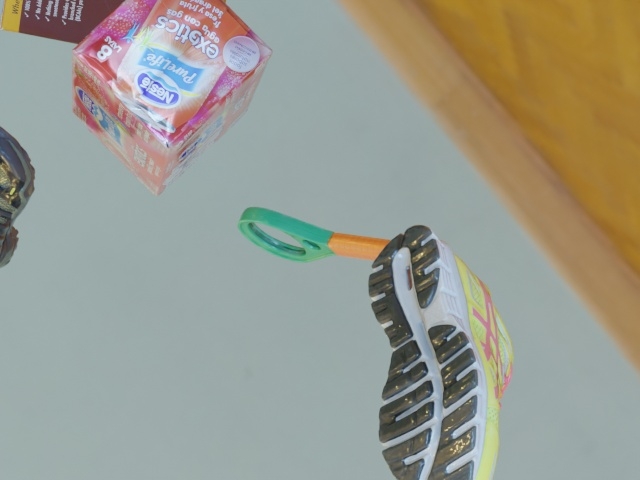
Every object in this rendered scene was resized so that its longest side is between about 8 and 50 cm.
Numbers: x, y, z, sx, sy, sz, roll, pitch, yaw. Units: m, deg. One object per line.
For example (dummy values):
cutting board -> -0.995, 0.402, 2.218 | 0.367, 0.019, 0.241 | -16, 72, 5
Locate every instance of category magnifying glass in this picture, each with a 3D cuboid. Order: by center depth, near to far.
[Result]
magnifying glass -> 0.000, 0.000, 1.978 | 0.231, 0.026, 0.092 | 10, 155, 43

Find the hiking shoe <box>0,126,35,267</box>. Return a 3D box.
hiking shoe -> -0.391, -0.030, 2.020 | 0.086, 0.114, 0.227 | 27, 133, 16

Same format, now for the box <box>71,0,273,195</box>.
box -> -0.139, -0.141, 1.598 | 0.122, 0.128, 0.257 | 45, 169, 0

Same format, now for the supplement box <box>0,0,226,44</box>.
supplement box -> -0.201, -0.291, 1.824 | 0.194, 0.191, 0.129 | 13, -169, 13

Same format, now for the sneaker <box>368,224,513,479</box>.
sneaker -> 0.092, 0.087, 1.144 | 0.081, 0.208, 0.094 | -31, 133, 31
